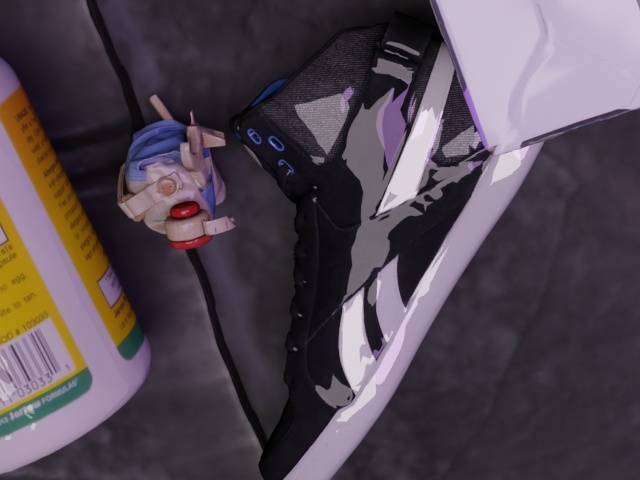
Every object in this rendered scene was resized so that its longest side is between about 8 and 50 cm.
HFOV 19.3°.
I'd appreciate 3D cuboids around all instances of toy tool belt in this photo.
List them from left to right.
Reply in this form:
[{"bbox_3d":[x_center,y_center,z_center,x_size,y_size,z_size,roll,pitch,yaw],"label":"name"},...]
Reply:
[{"bbox_3d":[-0.065,-0.032,0.815,0.052,0.083,0.051,-14,109,-5],"label":"toy tool belt"}]

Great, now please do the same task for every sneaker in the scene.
[{"bbox_3d":[0.000,0.000,0.825,0.121,0.079,0.217,31,103,0],"label":"sneaker"}]

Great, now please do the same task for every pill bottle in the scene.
[{"bbox_3d":[-0.166,-0.011,0.818,0.117,0.117,0.208,-21,106,15],"label":"pill bottle"}]

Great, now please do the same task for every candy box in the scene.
[{"bbox_3d":[0.070,-0.142,0.692,0.070,0.196,0.165,-18,107,14],"label":"candy box"}]
